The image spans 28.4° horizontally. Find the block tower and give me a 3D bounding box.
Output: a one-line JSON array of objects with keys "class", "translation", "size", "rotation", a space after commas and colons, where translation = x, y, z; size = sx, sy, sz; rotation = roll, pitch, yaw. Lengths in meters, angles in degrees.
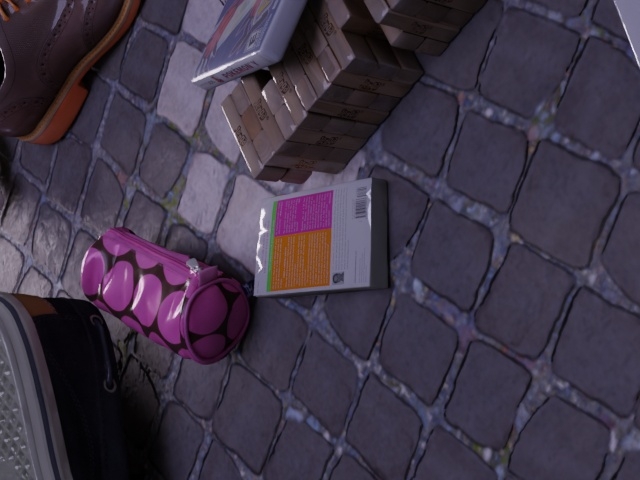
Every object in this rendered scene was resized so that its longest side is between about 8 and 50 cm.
[{"class": "block tower", "translation": [0.050, -0.190, 1.053], "size": [0.335, 0.091, 0.097], "rotation": [-47, 56, 34]}]

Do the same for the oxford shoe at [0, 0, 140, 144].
[{"class": "oxford shoe", "translation": [-0.299, -0.261, 1.405], "size": [0.130, 0.133, 0.363], "rotation": [51, 122, 37]}]

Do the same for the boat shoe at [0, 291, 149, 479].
[{"class": "boat shoe", "translation": [-0.250, 0.290, 1.304], "size": [0.187, 0.156, 0.499], "rotation": [-11, 90, 43]}]

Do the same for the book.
[{"class": "book", "translation": [0.000, 0.000, 1.136], "size": [0.144, 0.035, 0.096], "rotation": [-8, 78, 47]}]

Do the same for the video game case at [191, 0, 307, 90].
[{"class": "video game case", "translation": [-0.040, -0.235, 1.114], "size": [0.183, 0.023, 0.201], "rotation": [-4, 62, 66]}]

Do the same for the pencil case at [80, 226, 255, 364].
[{"class": "pencil case", "translation": [-0.159, 0.046, 1.263], "size": [0.209, 0.095, 0.098], "rotation": [18, 134, 45]}]

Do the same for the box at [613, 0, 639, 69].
[{"class": "box", "translation": [0.290, -0.140, 0.786], "size": [0.170, 0.091, 0.130], "rotation": [-33, 63, 41]}]

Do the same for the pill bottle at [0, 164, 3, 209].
[{"class": "pill bottle", "translation": [-0.468, -0.108, 1.596], "size": [0.108, 0.108, 0.193], "rotation": [-54, 51, 30]}]

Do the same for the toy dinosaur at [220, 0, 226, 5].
[{"class": "toy dinosaur", "translation": [-0.083, -0.217, 1.238], "size": [0.082, 0.047, 0.090], "rotation": [-120, 39, -55]}]
